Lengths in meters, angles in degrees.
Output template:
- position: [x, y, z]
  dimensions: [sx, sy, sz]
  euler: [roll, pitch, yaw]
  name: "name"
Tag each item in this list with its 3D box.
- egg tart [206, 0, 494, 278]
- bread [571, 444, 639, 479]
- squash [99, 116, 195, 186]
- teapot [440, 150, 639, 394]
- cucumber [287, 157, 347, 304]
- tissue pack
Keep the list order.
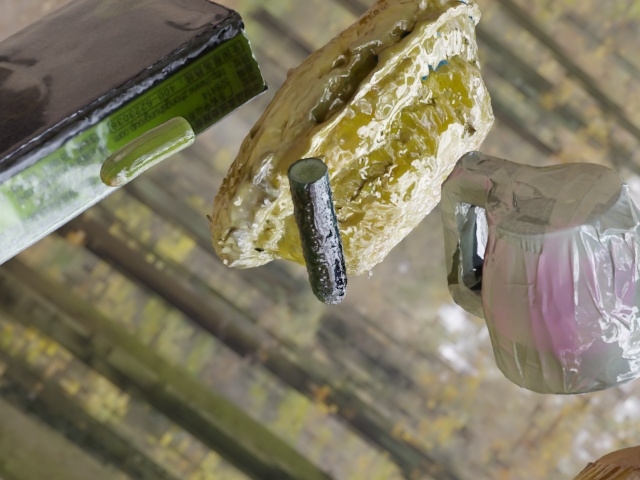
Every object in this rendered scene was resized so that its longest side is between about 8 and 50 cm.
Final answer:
- position: [0.052, -0.092, 1.931]
  dimensions: [0.388, 0.169, 0.388]
  euler: [-45, 169, -11]
  name: "egg tart"
- position: [0.297, 0.256, 1.538]
  dimensions: [0.156, 0.204, 0.288]
  euler: [-51, -169, -13]
  name: "bread"
- position: [-0.138, -0.068, 1.462]
  dimensions: [0.083, 0.027, 0.027]
  euler: [-32, 174, -29]
  name: "squash"
- position: [0.204, 0.010, 1.600]
  dimensions: [0.163, 0.178, 0.221]
  euler: [-19, -152, -7]
  name: "teapot"
- position: [0.000, 0.000, 1.373]
  dimensions: [0.032, 0.032, 0.133]
  euler: [-57, 148, -41]
  name: "cucumber"
- position: [-0.287, -0.129, 2.001]
  dimensions: [0.394, 0.124, 0.288]
  euler: [-34, -149, -17]
  name: "tissue pack"
